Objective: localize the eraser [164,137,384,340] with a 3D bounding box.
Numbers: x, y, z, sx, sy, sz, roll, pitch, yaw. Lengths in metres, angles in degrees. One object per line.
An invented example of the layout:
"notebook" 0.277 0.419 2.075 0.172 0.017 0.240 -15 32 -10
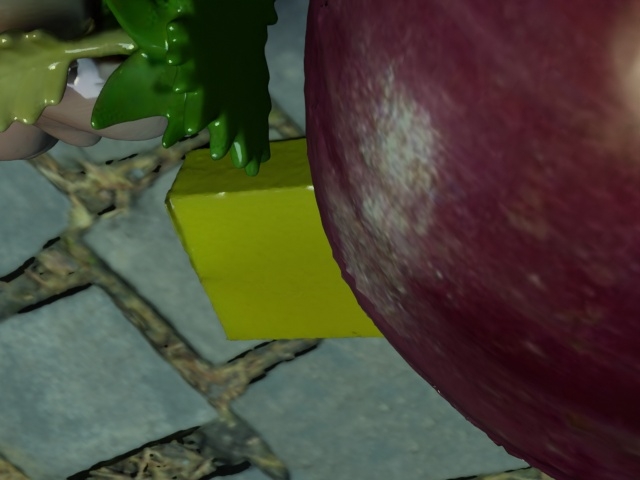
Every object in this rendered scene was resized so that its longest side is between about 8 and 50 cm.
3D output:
"eraser" 0.000 0.000 0.806 0.122 0.045 0.097 -4 130 20

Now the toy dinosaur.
"toy dinosaur" -0.112 -0.099 0.713 0.177 0.152 0.194 -4 170 20

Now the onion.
"onion" 0.143 -0.100 0.489 0.345 0.358 0.358 45 129 -5
